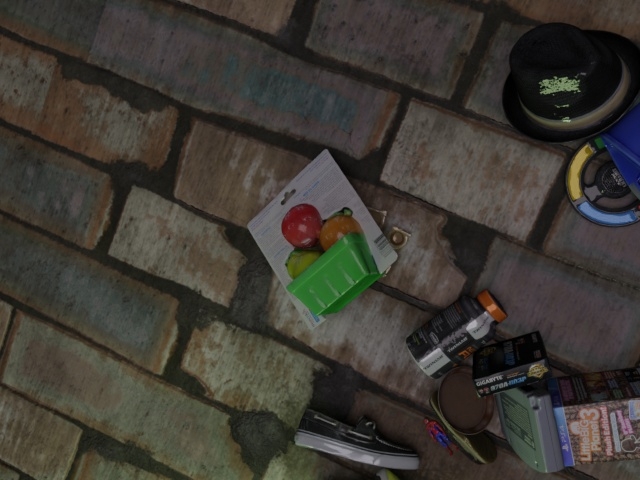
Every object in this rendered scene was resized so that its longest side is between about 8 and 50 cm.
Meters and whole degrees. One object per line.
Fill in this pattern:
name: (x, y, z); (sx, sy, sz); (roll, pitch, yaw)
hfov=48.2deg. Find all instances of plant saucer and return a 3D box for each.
plant saucer: (0.364, 0.404, 1.810); (0.168, 0.029, 0.168); (7, 71, -20)

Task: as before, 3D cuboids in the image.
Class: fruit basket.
fruit basket: (0.000, 0.000, 1.852); (0.327, 0.165, 0.353); (-43, 63, 24)

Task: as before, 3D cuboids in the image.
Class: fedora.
fedora: (0.533, -0.377, 1.589); (0.334, 0.152, 0.334); (-22, 52, 32)

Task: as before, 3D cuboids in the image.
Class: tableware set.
tableware set: (0.145, 0.004, 1.873); (0.141, 0.020, 0.169); (33, 102, 9)

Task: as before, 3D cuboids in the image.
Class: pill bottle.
pill bottle: (0.344, 0.226, 1.787); (0.245, 0.130, 0.130); (-40, 85, 15)

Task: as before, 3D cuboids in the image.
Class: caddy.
caddy: (0.749, -0.148, 1.518); (0.179, 0.241, 0.341); (-51, 56, 18)

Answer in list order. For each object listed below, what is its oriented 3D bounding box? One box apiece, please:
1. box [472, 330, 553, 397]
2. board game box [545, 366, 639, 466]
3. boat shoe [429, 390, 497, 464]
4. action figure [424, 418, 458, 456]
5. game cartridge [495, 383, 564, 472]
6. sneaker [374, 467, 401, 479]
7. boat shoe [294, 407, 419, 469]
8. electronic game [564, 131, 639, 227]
box: (0.455, 0.294, 1.718); (0.175, 0.220, 0.051); (-20, 95, 16)
board game box: (0.687, 0.400, 1.663); (0.291, 0.232, 0.141); (-11, 93, 16)
boat shoe: (0.352, 0.488, 1.838); (0.223, 0.080, 0.073); (46, 136, 7)
action figure: (0.313, 0.511, 1.877); (0.115, 0.030, 0.038); (47, 109, 8)
game cartridge: (0.486, 0.425, 1.690); (0.062, 0.297, 0.198); (-16, 93, -4)
sneaker: (0.284, 0.724, 1.808); (0.147, 0.145, 0.385); (-41, 82, 3)
boat shoe: (0.102, 0.518, 1.883); (0.335, 0.121, 0.119); (13, 75, 2)
electronic game: (0.700, -0.145, 1.702); (0.229, 0.048, 0.229); (1, 95, 14)
